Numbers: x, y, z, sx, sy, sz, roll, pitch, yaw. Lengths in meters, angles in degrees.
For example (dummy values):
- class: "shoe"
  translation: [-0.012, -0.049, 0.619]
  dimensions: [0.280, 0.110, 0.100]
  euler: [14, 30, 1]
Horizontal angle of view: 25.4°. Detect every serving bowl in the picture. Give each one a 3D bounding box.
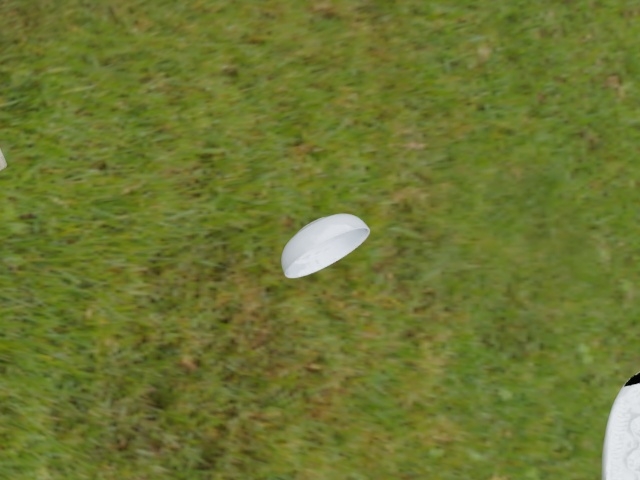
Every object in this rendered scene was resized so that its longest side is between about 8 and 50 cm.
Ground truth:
- class: "serving bowl"
  translation: [0.000, 0.000, 1.228]
  dimensions: [0.083, 0.083, 0.027]
  euler: [-23, 75, -26]

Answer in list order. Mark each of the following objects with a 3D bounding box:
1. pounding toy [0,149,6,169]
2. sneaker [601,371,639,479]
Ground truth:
- class: "pounding toy"
  translation: [-0.373, -0.098, 1.235]
  dimensions: [0.130, 0.100, 0.141]
  euler: [-19, 101, 11]
- class: "sneaker"
  translation: [0.365, 0.307, 1.440]
  dimensions: [0.130, 0.236, 0.322]
  euler: [-12, 70, 9]
